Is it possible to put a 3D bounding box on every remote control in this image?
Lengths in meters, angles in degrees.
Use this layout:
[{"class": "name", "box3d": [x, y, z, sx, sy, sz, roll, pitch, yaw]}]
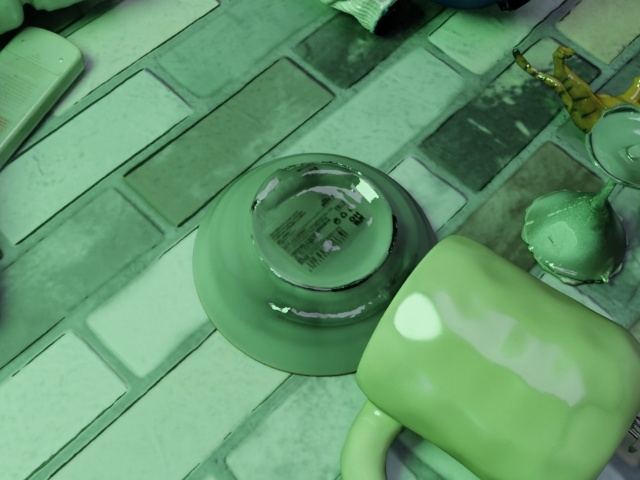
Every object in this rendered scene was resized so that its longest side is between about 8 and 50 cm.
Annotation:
[{"class": "remote control", "box3d": [-0.347, -0.159, 0.885, 0.088, 0.029, 0.190, 26, 67, 9]}]

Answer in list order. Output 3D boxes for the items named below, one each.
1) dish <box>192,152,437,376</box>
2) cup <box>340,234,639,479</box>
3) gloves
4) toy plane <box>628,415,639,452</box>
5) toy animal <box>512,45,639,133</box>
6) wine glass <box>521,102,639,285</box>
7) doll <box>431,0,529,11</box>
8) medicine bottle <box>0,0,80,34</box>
[{"class": "dish", "box3d": [0.000, 0.000, 0.797, 0.260, 0.085, 0.260, 2, 62, -3]}, {"class": "cup", "box3d": [0.133, 0.144, 0.668, 0.202, 0.173, 0.255, 33, 71, 18]}, {"class": "gloves", "box3d": [0.014, -0.340, 0.979, 0.229, 0.097, 0.119, 35, 35, 18]}, {"class": "toy plane", "box3d": [0.277, 0.164, 0.750, 0.031, 0.049, 0.121, -40, 72, -21]}, {"class": "toy animal", "box3d": [0.328, -0.146, 0.902, 0.255, 0.116, 0.114, 41, 44, 21]}, {"class": "wine glass", "box3d": [0.281, -0.046, 0.786, 0.122, 0.183, 0.122, 2, 61, -3]}, {"class": "doll", "box3d": [0.170, -0.419, 0.928, 0.240, 0.284, 0.310, -28, 57, 12]}, {"class": "medicine bottle", "box3d": [-0.431, -0.313, 0.860, 0.372, 0.211, 0.211, -24, 67, -16]}]
